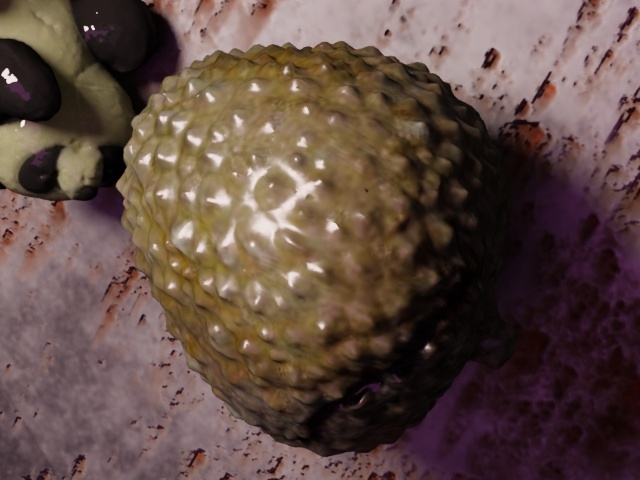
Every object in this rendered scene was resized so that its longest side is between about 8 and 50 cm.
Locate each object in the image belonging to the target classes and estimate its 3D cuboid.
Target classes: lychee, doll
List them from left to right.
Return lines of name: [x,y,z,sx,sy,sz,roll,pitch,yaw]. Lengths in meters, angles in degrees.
doll: [-0.207,-0.134,1.199,0.234,0.143,0.135,53,138,2]
lychee: [0.000,0.000,1.076,0.274,0.255,0.255,28,110,3]
